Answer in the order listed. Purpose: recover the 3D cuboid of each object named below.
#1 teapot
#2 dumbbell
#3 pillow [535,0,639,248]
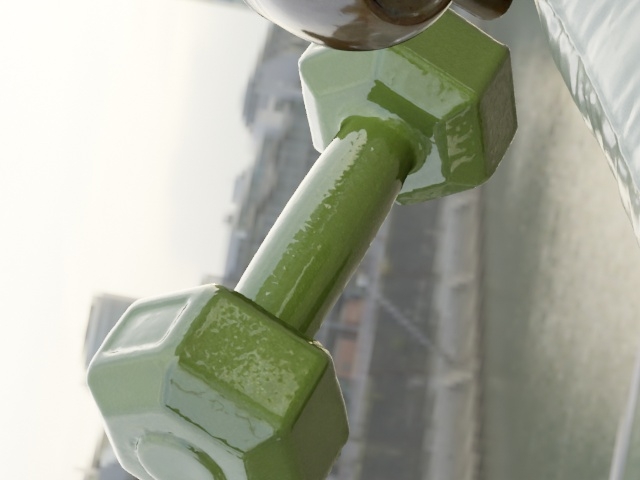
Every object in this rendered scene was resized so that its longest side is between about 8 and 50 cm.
[{"bbox_3d":[0.028,-0.099,0.546,0.080,0.110,0.085,33,107,54],"label":"teapot"},{"bbox_3d":[0.000,0.000,0.843,0.121,0.108,0.302,-13,35,45],"label":"dumbbell"},{"bbox_3d":[0.221,-0.064,0.613,0.322,0.255,0.120,-93,-14,-57],"label":"pillow"}]
